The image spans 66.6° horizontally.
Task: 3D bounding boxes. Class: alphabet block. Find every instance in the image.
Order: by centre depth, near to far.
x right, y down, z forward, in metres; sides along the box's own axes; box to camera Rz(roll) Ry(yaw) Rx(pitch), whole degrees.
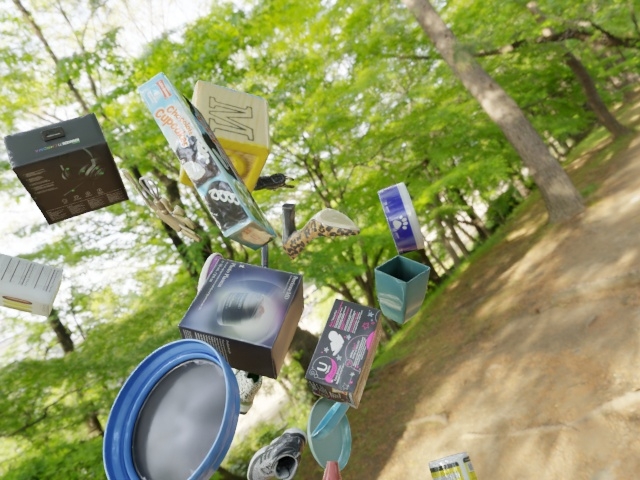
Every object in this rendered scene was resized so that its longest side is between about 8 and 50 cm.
[{"bbox_3d":[-0.247,-0.258,1.259,0.194,0.197,0.192,9,-39,-21],"label":"alphabet block"}]

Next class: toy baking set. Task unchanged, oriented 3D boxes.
[{"bbox_3d":[-0.414,-0.093,1.302,0.030,0.256,0.197,-52,1,-24],"label":"toy baking set"}]

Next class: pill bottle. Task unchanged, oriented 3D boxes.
[{"bbox_3d":[0.385,0.700,1.331,0.119,0.208,0.119,-13,-26,-7],"label":"pill bottle"}]

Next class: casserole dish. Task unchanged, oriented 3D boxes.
[{"bbox_3d":[0.039,0.604,1.646,0.114,0.037,0.188,-51,-7,38],"label":"casserole dish"}]

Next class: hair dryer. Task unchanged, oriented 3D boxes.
[{"bbox_3d":[0.004,0.797,1.471,0.080,0.223,0.293,-10,23,27],"label":"hair dryer"}]

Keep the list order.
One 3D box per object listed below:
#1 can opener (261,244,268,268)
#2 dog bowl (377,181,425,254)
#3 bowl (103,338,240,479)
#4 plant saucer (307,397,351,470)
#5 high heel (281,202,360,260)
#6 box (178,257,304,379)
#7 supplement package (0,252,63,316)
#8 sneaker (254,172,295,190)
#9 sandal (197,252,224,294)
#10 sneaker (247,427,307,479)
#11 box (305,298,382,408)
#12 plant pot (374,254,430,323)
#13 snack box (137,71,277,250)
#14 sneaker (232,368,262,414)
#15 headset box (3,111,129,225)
[{"bbox_3d":[-0.225,0.093,1.950,0.073,0.185,0.059,10,-20,-19],"label":"can opener"},{"bbox_3d":[0.307,-0.082,1.854,0.104,0.264,0.265,-18,1,8],"label":"dog bowl"},{"bbox_3d":[-0.366,0.441,1.211,0.391,0.391,0.077,-31,-43,11],"label":"bowl"},{"bbox_3d":[0.034,0.863,2.174,0.044,0.317,0.318,-23,3,30],"label":"plant saucer"},{"bbox_3d":[0.000,0.000,1.434,0.262,0.186,0.093,16,34,27],"label":"high heel"},{"bbox_3d":[-0.231,0.234,1.523,0.296,0.294,0.182,-68,-15,-44],"label":"box"},{"bbox_3d":[-0.997,0.143,1.598,0.139,0.244,0.133,-44,34,51],"label":"supplement package"},{"bbox_3d":[-0.162,-0.175,1.495,0.170,0.051,0.089,-7,-5,-5],"label":"sneaker"},{"bbox_3d":[-0.382,0.255,1.782,0.102,0.415,0.169,5,-12,14],"label":"sandal"},{"bbox_3d":[-0.158,0.757,1.638,0.268,0.101,0.153,-45,6,10],"label":"sneaker"},{"bbox_3d":[0.071,0.316,1.370,0.163,0.142,0.247,77,-147,-56],"label":"box"},{"bbox_3d":[0.337,0.217,2.044,0.166,0.234,0.166,-25,35,-39],"label":"plant pot"},{"bbox_3d":[-0.204,-0.137,0.913,0.060,0.321,0.187,-33,-11,2],"label":"snack box"},{"bbox_3d":[-0.276,0.518,2.010,0.182,0.158,0.410,-48,19,20],"label":"sneaker"},{"bbox_3d":[-0.724,-0.208,1.409,0.247,0.131,0.283,-22,-28,-18],"label":"headset box"}]
